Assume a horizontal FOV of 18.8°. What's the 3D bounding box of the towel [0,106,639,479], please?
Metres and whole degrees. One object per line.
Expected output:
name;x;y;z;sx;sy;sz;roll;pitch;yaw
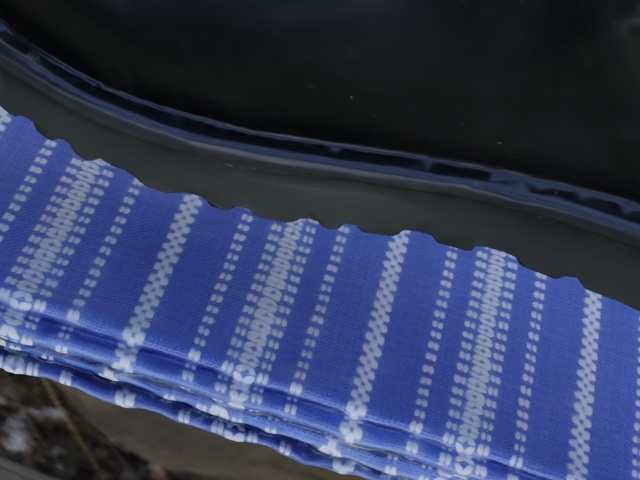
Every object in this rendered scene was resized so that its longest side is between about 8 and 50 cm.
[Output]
towel;0.000;0.000;0.694;0.336;0.243;0.040;18;124;-2

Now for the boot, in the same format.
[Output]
boot;0.052;-0.122;0.464;0.260;0.348;0.131;94;17;-48
